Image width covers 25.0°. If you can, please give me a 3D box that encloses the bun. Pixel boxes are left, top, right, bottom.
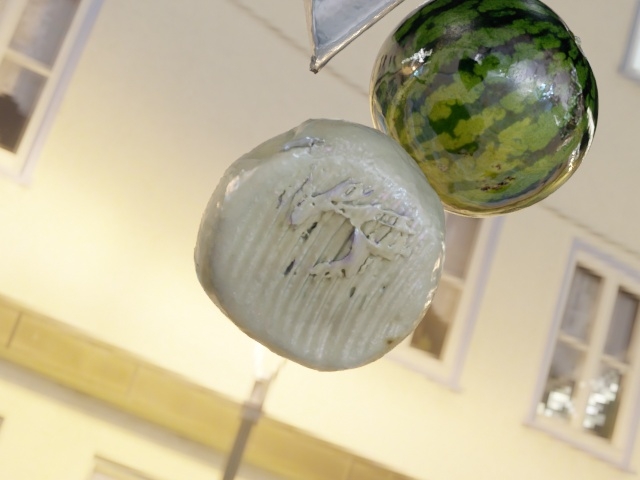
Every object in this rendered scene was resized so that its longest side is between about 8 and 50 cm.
[{"bbox_3d":[0.005,-0.001,1.521,0.272,0.273,0.168,21,16,-8],"label":"bun"}]

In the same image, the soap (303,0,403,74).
[{"bbox_3d":[-0.002,-0.314,1.203,0.257,0.302,0.159,32,-35,25],"label":"soap"}]

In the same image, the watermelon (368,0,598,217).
[{"bbox_3d":[0.200,-0.170,1.776,0.285,0.285,0.285,16,-21,6],"label":"watermelon"}]
